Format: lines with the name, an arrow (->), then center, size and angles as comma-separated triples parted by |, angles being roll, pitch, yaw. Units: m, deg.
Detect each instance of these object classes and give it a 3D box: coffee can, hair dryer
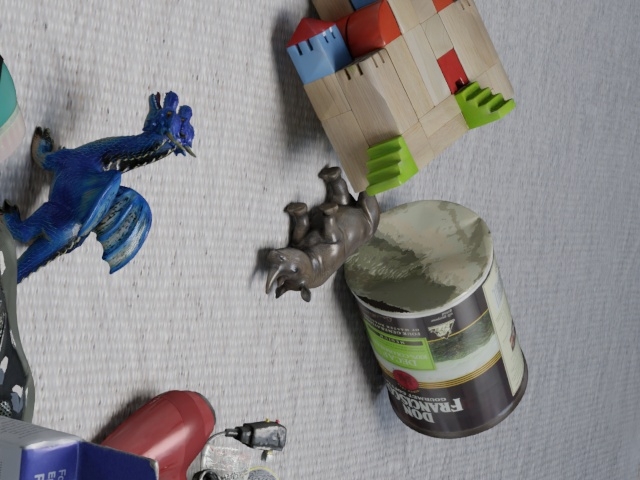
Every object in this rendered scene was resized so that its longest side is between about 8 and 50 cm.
coffee can -> 0.161, 0.109, 2.324 | 0.201, 0.202, 0.275 | -59, 146, -33
hair dryer -> -0.146, 0.275, 1.859 | 0.293, 0.080, 0.223 | 18, 65, -35

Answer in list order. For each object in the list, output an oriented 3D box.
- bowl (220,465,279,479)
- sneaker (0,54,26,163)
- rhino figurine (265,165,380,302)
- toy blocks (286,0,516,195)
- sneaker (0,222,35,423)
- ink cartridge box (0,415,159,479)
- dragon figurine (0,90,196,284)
bowl -> -0.116, 0.345, 2.018 | 0.170, 0.080, 0.170 | -21, 114, -58
sneaker -> -0.354, -0.075, 1.409 | 0.302, 0.108, 0.121 | -58, 146, -48
rhino figurine -> 0.000, 0.000, 2.123 | 0.243, 0.073, 0.106 | -46, 135, -44
toy blocks -> 0.089, -0.236, 2.082 | 0.381, 0.191, 0.261 | -39, 106, -52
sneaker -> -0.328, 0.103, 1.537 | 0.130, 0.087, 0.227 | -28, 121, -54
ink cartridge box -> -0.298, 0.301, 1.398 | 0.071, 0.330, 0.324 | -11, 109, -60
dragon figurine -> -0.220, -0.026, 1.624 | 0.289, 0.144, 0.085 | -67, 150, -21
